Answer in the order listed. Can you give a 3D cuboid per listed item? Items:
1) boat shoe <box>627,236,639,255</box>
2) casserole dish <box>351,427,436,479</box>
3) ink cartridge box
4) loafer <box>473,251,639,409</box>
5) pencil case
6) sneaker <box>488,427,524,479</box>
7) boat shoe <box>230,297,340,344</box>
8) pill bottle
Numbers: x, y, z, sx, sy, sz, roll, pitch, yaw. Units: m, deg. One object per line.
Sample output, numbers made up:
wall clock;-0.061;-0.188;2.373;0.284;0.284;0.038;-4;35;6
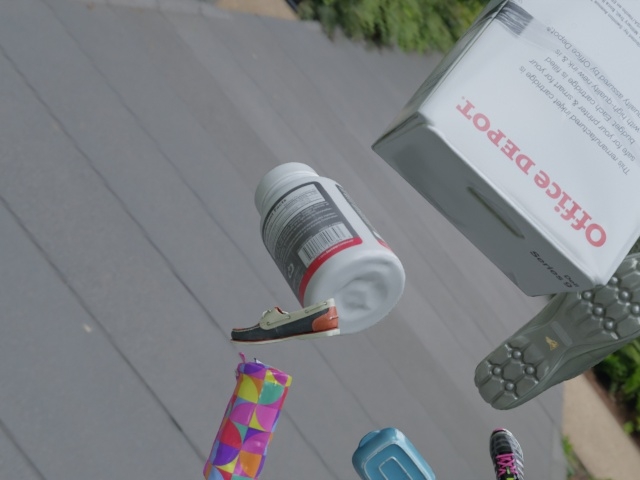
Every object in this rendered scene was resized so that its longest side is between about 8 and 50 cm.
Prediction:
boat shoe;0.546;-0.044;1.491;0.500;0.155;0.187;-16;104;-80
casserole dish;0.140;0.431;1.666;0.188;0.114;0.037;53;-1;-16
ink cartridge box;0.215;-0.125;0.793;0.211;0.289;0.121;42;-18;-7
loafer;0.351;0.120;1.244;0.112;0.319;0.111;59;21;15
pencil case;-0.128;0.319;1.566;0.104;0.236;0.104;16;-6;2
sneaker;0.361;0.446;1.733;0.075;0.063;0.171;22;59;-79
boat shoe;-0.043;0.097;1.060;0.049;0.137;0.043;-7;88;-71
pill bottle;0.000;0.000;1.564;0.176;0.176;0.318;34;15;-42
